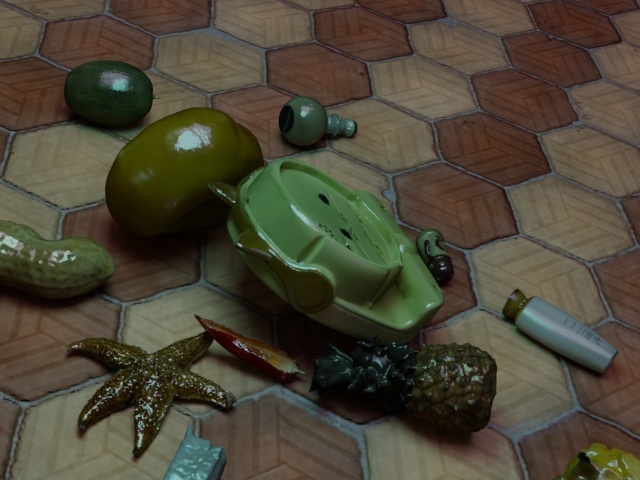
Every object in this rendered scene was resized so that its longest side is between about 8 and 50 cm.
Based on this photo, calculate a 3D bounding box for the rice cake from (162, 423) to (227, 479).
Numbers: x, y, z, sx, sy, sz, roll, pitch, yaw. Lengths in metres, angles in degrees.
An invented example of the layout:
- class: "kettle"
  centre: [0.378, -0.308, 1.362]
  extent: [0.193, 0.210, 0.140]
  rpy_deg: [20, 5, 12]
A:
- class: "rice cake"
  centre: [-0.168, 0.315, 1.196]
  extent: [0.063, 0.069, 0.206]
  rpy_deg: [17, 36, 7]

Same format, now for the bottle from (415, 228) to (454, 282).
- class: "bottle"
  centre: [0.192, 0.028, 1.661]
  extent: [0.063, 0.047, 0.101]
  rpy_deg: [8, 39, -23]

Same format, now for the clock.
- class: "clock"
  centre: [0.000, 0.000, 1.474]
  extent: [0.348, 0.117, 0.286]
  rpy_deg: [22, 27, -41]

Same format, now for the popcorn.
- class: "popcorn"
  centre: [0.356, 0.334, 1.261]
  extent: [0.152, 0.148, 0.167]
  rpy_deg: [30, 6, -26]

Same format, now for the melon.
- class: "melon"
  centre: [-0.367, -0.259, 1.798]
  extent: [0.168, 0.114, 0.114]
  rpy_deg: [4, 40, -7]

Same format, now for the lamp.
- class: "lamp"
  centre: [0.003, -0.216, 1.885]
  extent: [0.163, 0.091, 0.091]
  rpy_deg: [3, 37, -36]

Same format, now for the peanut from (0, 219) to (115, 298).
- class: "peanut"
  centre: [-0.410, 0.028, 1.452]
  extent: [0.230, 0.098, 0.103]
  rpy_deg: [14, 65, -4]

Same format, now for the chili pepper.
- class: "chili pepper"
  centre: [-0.101, 0.151, 1.414]
  extent: [0.178, 0.027, 0.045]
  rpy_deg: [29, 32, -10]

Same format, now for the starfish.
- class: "starfish"
  centre: [-0.233, 0.184, 1.357]
  extent: [0.241, 0.043, 0.227]
  rpy_deg: [20, 38, 12]

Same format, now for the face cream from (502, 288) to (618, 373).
- class: "face cream"
  centre: [0.368, 0.139, 1.572]
  extent: [0.182, 0.051, 0.072]
  rpy_deg: [32, 43, 20]

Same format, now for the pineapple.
- class: "pineapple"
  centre: [0.110, 0.189, 1.388]
  extent: [0.248, 0.128, 0.128]
  rpy_deg: [9, 39, 3]

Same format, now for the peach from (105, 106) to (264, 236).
- class: "peach"
  centre: [-0.209, -0.098, 1.555]
  extent: [0.251, 0.251, 0.153]
  rpy_deg: [-14, 74, -29]
